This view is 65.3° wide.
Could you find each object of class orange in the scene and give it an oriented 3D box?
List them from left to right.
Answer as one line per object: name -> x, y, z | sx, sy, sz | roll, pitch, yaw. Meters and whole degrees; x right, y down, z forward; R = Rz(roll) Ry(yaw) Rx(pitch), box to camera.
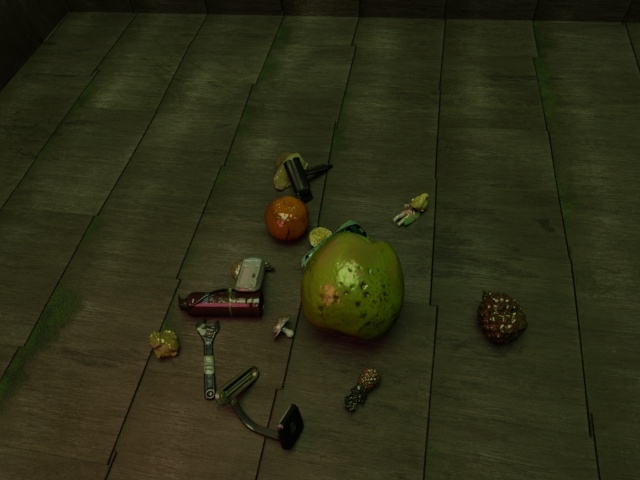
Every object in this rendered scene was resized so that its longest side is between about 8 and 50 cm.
orange -> -0.139, -0.088, 2.069 | 0.194, 0.161, 0.193 | 4, 45, -4

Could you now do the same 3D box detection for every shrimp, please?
shrimp -> -0.270, 0.118, 2.000 | 0.180, 0.041, 0.099 | -1, 55, 4

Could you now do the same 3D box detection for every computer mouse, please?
computer mouse -> -0.272, 0.136, 1.924 | 0.102, 0.044, 0.199 | 0, 35, 2

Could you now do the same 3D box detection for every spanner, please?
spanner -> -0.399, 0.420, 1.801 | 0.087, 0.024, 0.315 | -8, 53, -7

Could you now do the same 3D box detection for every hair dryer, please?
hair dryer -> -0.029, -0.291, 2.260 | 0.248, 0.078, 0.195 | -21, 89, -33

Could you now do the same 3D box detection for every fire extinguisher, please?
fire extinguisher -> -0.388, 0.232, 1.897 | 0.342, 0.105, 0.141 | 0, 18, 6

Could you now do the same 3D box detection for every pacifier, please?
pacifier -> -0.130, 0.325, 1.821 | 0.078, 0.081, 0.099 | 38, 62, -3

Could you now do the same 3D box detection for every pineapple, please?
pineapple -> 0.135, 0.498, 1.668 | 0.074, 0.074, 0.159 | 33, 71, 26
pineapple -> 0.620, 0.253, 1.739 | 0.166, 0.166, 0.193 | -22, 57, -11

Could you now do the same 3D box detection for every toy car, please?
toy car -> 0.068, 0.035, 1.953 | 0.306, 0.125, 0.136 | -37, 84, -22

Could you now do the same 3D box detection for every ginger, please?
ginger -> -0.172, -0.324, 2.297 | 0.123, 0.115, 0.193 | 17, 62, 43

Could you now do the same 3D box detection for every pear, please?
pear -> 0.110, 0.148, 1.734 | 0.391, 0.391, 0.390 | -3, 53, 3

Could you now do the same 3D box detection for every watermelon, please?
watermelon -> 0.000, 0.000, 2.047 | 0.106, 0.062, 0.105 | 5, 64, -9

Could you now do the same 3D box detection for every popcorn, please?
popcorn -> -0.565, 0.374, 1.815 | 0.109, 0.089, 0.097 | 16, 21, 6

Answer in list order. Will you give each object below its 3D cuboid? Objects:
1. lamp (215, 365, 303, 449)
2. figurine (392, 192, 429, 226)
lamp -> -0.178, 0.542, 1.654 | 0.283, 0.124, 0.203 | 19, 37, 22
figurine -> 0.385, -0.127, 2.105 | 0.187, 0.083, 0.083 | -36, 58, -8
